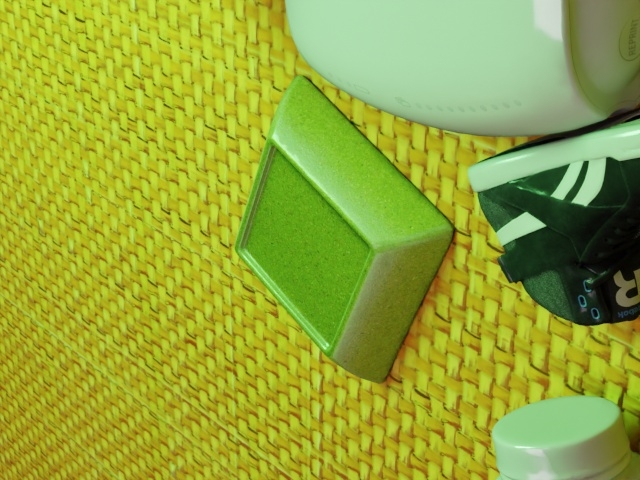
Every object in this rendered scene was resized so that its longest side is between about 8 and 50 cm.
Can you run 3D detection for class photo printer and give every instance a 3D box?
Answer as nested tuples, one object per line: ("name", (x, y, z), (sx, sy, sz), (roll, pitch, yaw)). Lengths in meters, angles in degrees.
("photo printer", (0.075, -0.213, 0.738), (0.256, 0.107, 0.308), (17, 121, 47))

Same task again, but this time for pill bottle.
("pill bottle", (0.174, 0.215, 0.830), (0.117, 0.117, 0.215), (1, 108, 52))

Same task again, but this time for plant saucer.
("plant saucer", (0.000, 0.000, 1.001), (0.188, 0.045, 0.188), (48, 140, 26))

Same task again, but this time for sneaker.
("sneaker", (0.182, -0.012, 0.743), (0.217, 0.079, 0.121), (-12, 102, 62))
